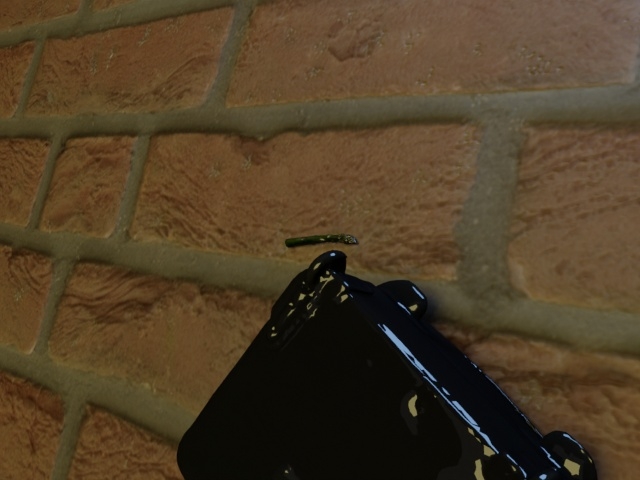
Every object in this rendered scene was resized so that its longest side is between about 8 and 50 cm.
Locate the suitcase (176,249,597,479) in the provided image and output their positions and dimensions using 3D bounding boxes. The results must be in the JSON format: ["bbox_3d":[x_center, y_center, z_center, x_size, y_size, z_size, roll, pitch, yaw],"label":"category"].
[{"bbox_3d":[0.039,0.234,0.653,0.339,0.188,0.345,-52,53,11],"label":"suitcase"}]

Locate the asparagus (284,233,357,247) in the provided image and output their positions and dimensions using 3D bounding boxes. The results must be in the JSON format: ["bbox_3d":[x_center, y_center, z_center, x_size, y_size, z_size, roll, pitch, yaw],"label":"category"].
[{"bbox_3d":[0.000,0.000,0.873,0.114,0.014,0.015,-5,106,38],"label":"asparagus"}]
